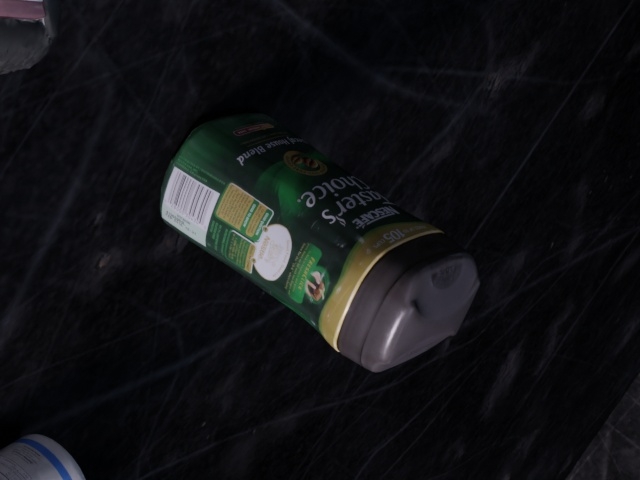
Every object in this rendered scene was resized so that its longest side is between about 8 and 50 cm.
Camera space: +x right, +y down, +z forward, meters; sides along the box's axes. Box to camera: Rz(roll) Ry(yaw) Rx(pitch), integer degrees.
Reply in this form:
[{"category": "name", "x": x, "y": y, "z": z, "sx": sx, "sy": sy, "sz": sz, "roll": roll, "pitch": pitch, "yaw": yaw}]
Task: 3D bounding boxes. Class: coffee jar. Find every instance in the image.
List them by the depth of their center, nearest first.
[{"category": "coffee jar", "x": 0.000, "y": 0.000, "z": 0.895, "sx": 0.096, "sy": 0.184, "sz": 0.079, "roll": -18, "pitch": 137, "yaw": -53}]

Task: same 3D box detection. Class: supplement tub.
[{"category": "supplement tub", "x": -0.195, "y": 0.167, "z": 0.898, "sx": 0.107, "sy": 0.071, "sz": 0.071, "roll": -31, "pitch": 146, "yaw": -42}]

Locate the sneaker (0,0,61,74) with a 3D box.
[{"category": "sneaker", "x": -0.212, "y": -0.021, "z": 0.530, "sx": 0.281, "sy": 0.106, "sz": 0.162, "roll": -9, "pitch": 101, "yaw": -45}]
